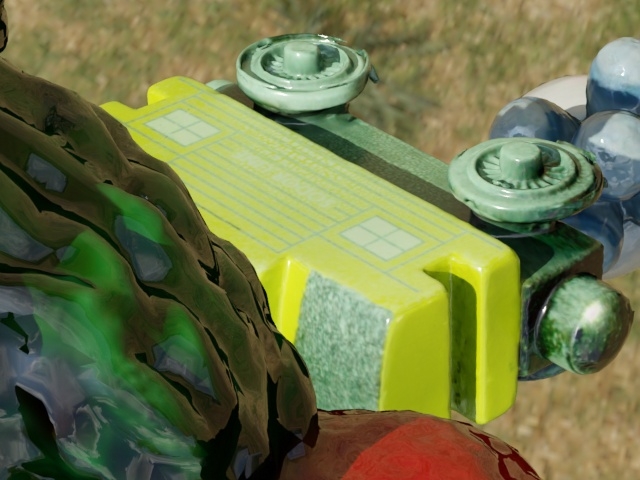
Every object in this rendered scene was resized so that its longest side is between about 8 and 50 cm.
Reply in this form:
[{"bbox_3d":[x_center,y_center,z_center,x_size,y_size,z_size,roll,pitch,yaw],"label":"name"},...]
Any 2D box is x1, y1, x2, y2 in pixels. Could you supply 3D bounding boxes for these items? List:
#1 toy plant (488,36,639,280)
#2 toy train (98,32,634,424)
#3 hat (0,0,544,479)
[{"bbox_3d":[0.285,-0.073,1.874,0.247,0.332,0.247,0,88,0],"label":"toy plant"},{"bbox_3d":[0.000,0.000,1.333,0.442,0.272,0.179,30,134,41],"label":"toy train"},{"bbox_3d":[-0.082,0.052,0.482,0.332,0.242,0.274,12,157,-7],"label":"hat"}]
